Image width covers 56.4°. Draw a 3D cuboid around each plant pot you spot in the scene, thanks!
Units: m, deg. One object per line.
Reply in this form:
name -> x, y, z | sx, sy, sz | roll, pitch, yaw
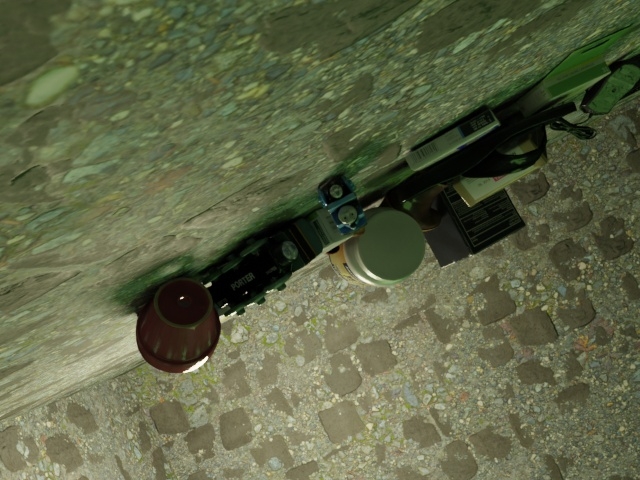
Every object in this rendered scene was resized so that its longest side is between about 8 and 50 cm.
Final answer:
plant pot -> -0.327, 0.184, 1.390 | 0.201, 0.201, 0.180 | -25, 158, -29

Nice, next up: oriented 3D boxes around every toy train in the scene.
toy train -> 0.049, -0.069, 1.233 | 0.080, 0.105, 0.184 | -28, 174, 2
toy train -> -0.144, 0.068, 1.447 | 0.334, 0.142, 0.190 | -33, -178, 42

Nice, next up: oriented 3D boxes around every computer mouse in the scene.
computer mouse -> 0.739, -0.404, 1.643 | 0.184, 0.060, 0.262 | 8, 135, -16

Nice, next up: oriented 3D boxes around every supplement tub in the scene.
supplement tub -> 0.160, 0.022, 1.752 | 0.228, 0.228, 0.316 | -27, -178, -12

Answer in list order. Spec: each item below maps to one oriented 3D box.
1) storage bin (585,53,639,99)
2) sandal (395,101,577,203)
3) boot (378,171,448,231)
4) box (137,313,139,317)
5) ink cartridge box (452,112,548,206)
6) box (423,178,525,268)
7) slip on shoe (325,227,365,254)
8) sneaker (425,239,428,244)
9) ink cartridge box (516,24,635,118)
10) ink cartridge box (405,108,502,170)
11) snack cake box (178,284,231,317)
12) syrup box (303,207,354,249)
storage bin -> 0.880, -0.463, 1.729 | 0.180, 0.084, 0.122 | -29, 174, 0
sandal -> 0.395, -0.182, 1.409 | 0.446, 0.107, 0.167 | -28, 178, 19
boot -> 0.321, -0.115, 1.813 | 0.249, 0.090, 0.207 | 11, 149, -30
box -> -0.437, 0.200, 1.677 | 0.136, 0.036, 0.225 | -26, 173, -16
ink cartridge box -> 0.474, -0.221, 1.590 | 0.235, 0.088, 0.193 | -32, -159, 33
box -> 0.489, -0.102, 2.045 | 0.296, 0.294, 0.183 | -23, 173, -33
slip on shoe -> 0.000, 0.000, 1.640 | 0.123, 0.101, 0.331 | -25, 175, -44
sneaker -> 0.360, -0.082, 2.143 | 0.130, 0.227, 0.087 | -37, 139, -7
ink cartridge box -> 0.559, -0.361, 1.301 | 0.171, 0.056, 0.235 | -26, 176, -14
ink cartridge box -> 0.309, -0.224, 1.359 | 0.206, 0.045, 0.208 | -29, 176, 20
snack cake box -> -0.344, 0.205, 1.583 | 0.264, 0.089, 0.152 | -26, 171, -28
syrup box -> -0.038, 0.005, 1.531 | 0.237, 0.093, 0.096 | -32, 173, 39
